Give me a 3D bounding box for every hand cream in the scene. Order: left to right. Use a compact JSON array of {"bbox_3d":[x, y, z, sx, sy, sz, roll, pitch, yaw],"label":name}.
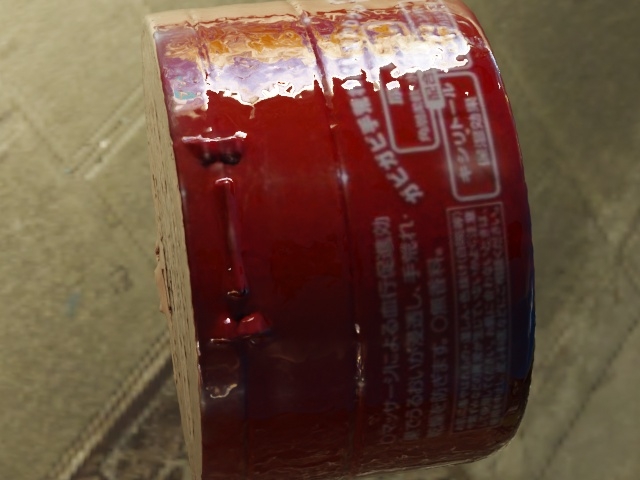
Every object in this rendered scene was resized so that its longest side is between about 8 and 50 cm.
[{"bbox_3d":[0.000,0.000,0.600,0.125,0.193,0.193,-5,93,-8],"label":"hand cream"}]
